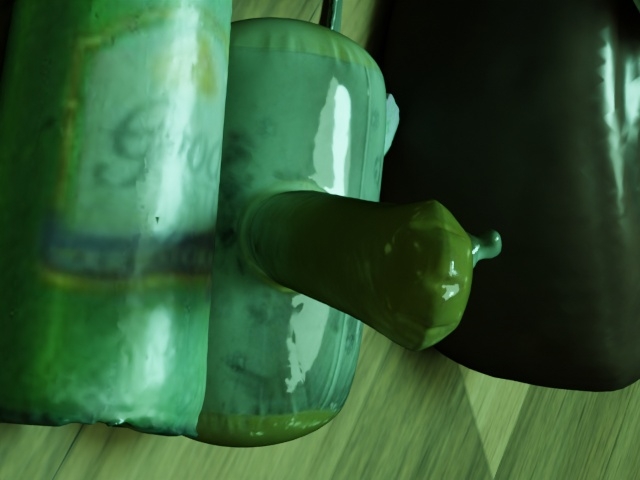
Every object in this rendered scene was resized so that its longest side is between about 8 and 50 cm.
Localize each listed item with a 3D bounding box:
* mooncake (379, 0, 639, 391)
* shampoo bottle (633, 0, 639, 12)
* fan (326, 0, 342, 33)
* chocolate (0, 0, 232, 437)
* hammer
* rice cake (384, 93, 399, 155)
[{"bbox_3d":[0.164,-0.065,1.191,0.334,0.174,0.326,-17,109,-62],"label":"mooncake"},{"bbox_3d":[0.260,-0.210,1.108,0.284,0.071,0.153,-24,86,-51],"label":"shampoo bottle"},{"bbox_3d":[0.018,-0.202,1.027,0.132,0.009,0.220,15,82,-63],"label":"fan"},{"bbox_3d":[-0.083,-0.067,0.744,0.110,0.110,0.291,13,82,-65],"label":"chocolate"},{"bbox_3d":[0.000,0.000,0.763,0.305,0.113,0.202,-173,-93,-72],"label":"hammer"},{"bbox_3d":[-0.007,-0.015,0.992,0.043,0.034,0.211,85,25,-43],"label":"rice cake"}]
